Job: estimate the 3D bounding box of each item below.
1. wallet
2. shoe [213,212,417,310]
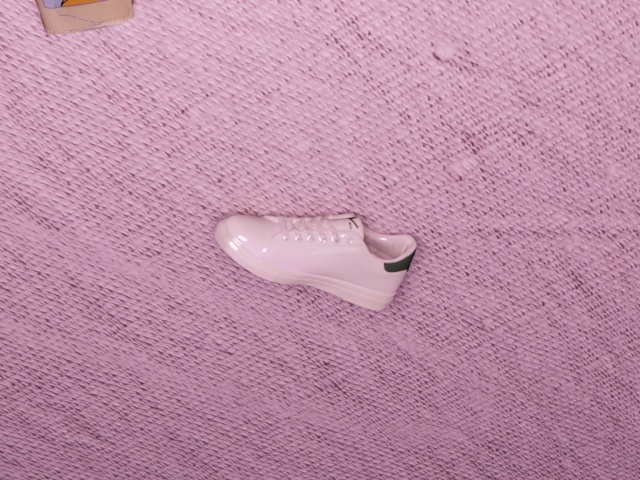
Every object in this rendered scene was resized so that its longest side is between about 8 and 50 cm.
[{"bbox_3d":[-0.268,-0.298,1.771,0.110,0.039,0.155,-7,134,5],"label":"wallet"},{"bbox_3d":[0.000,0.000,2.045,0.265,0.095,0.110,20,123,-28],"label":"shoe"}]
